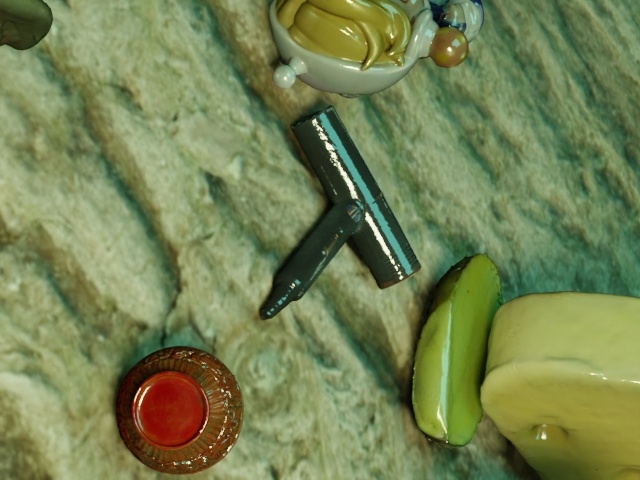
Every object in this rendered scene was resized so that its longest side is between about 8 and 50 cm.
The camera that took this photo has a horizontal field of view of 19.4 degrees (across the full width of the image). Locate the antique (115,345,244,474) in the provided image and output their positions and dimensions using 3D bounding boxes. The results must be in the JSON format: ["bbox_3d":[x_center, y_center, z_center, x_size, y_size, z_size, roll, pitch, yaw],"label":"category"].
[{"bbox_3d":[-0.107,0.130,1.440,0.104,0.104,0.104,22,58,-40],"label":"antique"}]

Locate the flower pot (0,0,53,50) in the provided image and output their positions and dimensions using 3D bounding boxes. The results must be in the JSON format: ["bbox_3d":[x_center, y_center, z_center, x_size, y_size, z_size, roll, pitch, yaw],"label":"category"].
[{"bbox_3d":[-0.308,-0.191,1.215,0.302,0.213,0.302,-25,90,-89],"label":"flower pot"}]

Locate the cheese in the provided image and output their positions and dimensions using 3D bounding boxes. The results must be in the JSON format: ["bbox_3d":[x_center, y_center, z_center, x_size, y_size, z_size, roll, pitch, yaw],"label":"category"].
[{"bbox_3d":[0.348,0.199,1.776,0.384,0.384,0.104,40,43,-29],"label":"cheese"}]

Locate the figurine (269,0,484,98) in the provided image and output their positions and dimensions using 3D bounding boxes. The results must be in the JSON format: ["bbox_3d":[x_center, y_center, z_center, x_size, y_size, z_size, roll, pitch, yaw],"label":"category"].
[{"bbox_3d":[0.047,-0.209,1.753,0.194,0.133,0.274,27,21,1],"label":"figurine"}]

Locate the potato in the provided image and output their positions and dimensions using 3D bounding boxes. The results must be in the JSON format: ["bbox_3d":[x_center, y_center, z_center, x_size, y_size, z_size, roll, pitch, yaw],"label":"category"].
[{"bbox_3d":[0.120,0.103,1.734,0.119,0.054,0.198,43,51,-54],"label":"potato"}]

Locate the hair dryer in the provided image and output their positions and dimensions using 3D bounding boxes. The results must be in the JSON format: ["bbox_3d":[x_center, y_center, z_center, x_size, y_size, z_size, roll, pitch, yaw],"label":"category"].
[{"bbox_3d":[-0.010,-0.010,1.654,0.195,0.050,0.173,-34,96,-46],"label":"hair dryer"}]
